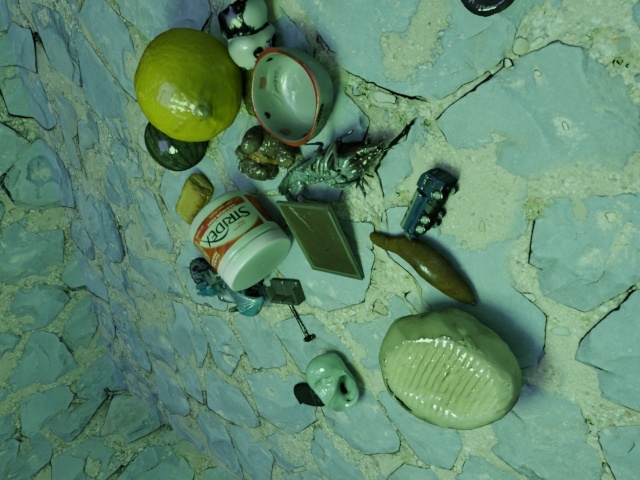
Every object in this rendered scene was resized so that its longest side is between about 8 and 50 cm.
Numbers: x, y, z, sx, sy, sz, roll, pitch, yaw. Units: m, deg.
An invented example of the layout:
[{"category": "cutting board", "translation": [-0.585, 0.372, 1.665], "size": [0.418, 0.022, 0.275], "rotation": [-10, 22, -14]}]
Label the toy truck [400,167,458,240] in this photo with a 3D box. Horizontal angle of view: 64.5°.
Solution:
[{"category": "toy truck", "translation": [0.263, -0.086, 1.259], "size": [0.088, 0.074, 0.201], "rotation": [45, 138, 27]}]

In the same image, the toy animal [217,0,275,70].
[{"category": "toy animal", "translation": [-0.184, -0.556, 1.350], "size": [0.138, 0.166, 0.179], "rotation": [7, 130, 42]}]

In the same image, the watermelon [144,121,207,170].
[{"category": "watermelon", "translation": [-0.489, -0.342, 1.720], "size": [0.212, 0.212, 0.212], "rotation": [23, 128, 33]}]

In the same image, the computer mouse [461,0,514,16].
[{"category": "computer mouse", "translation": [0.300, -0.547, 0.926], "size": [0.138, 0.086, 0.269], "rotation": [-10, 98, 37]}]

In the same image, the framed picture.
[{"category": "framed picture", "translation": [0.000, 0.000, 1.531], "size": [0.213, 0.016, 0.289], "rotation": [9, 138, 41]}]

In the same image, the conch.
[{"category": "conch", "translation": [0.048, 0.490, 1.771], "size": [0.185, 0.121, 0.221], "rotation": [-9, 115, 42]}]

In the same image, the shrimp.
[{"category": "shrimp", "translation": [0.023, -0.189, 1.369], "size": [0.221, 0.166, 0.410], "rotation": [38, 163, -29]}]

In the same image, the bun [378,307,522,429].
[{"category": "bun", "translation": [0.339, 0.320, 1.331], "size": [0.360, 0.211, 0.359], "rotation": [15, 123, 24]}]

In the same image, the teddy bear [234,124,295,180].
[{"category": "teddy bear", "translation": [-0.172, -0.255, 1.528], "size": [0.190, 0.177, 0.140], "rotation": [123, 153, -45]}]

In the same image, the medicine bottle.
[{"category": "medicine bottle", "translation": [-0.264, -0.003, 1.665], "size": [0.241, 0.252, 0.252], "rotation": [46, 137, 16]}]

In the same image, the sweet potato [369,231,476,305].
[{"category": "sweet potato", "translation": [0.261, 0.055, 1.333], "size": [0.346, 0.079, 0.108], "rotation": [36, 152, 26]}]

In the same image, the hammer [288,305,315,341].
[{"category": "hammer", "translation": [-0.077, 0.289, 1.848], "size": [0.065, 0.021, 0.178], "rotation": [-26, 92, 48]}]

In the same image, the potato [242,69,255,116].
[{"category": "potato", "translation": [-0.193, -0.449, 1.485], "size": [0.119, 0.054, 0.198], "rotation": [39, 135, 24]}]

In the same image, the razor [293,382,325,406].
[{"category": "razor", "translation": [-0.044, 0.600, 1.975], "size": [0.148, 0.054, 0.090], "rotation": [-10, 103, 46]}]

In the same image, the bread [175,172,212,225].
[{"category": "bread", "translation": [-0.474, -0.154, 1.907], "size": [0.114, 0.083, 0.211], "rotation": [45, 137, 6]}]

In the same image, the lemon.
[{"category": "lemon", "translation": [-0.375, -0.446, 1.458], "size": [0.336, 0.336, 0.336], "rotation": [23, 128, 33]}]

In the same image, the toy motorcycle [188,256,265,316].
[{"category": "toy motorcycle", "translation": [-0.351, 0.172, 1.918], "size": [0.416, 0.172, 0.232], "rotation": [-3, 107, 39]}]

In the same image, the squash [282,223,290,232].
[{"category": "squash", "translation": [-0.091, -0.053, 1.644], "size": [0.083, 0.027, 0.027], "rotation": [-34, 89, 48]}]

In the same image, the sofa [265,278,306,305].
[{"category": "sofa", "translation": [-0.131, 0.184, 1.802], "size": [0.147, 0.060, 0.085], "rotation": [0, 113, 44]}]

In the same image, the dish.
[{"category": "dish", "translation": [-0.062, -0.388, 1.346], "size": [0.256, 0.117, 0.256], "rotation": [23, 129, 32]}]
